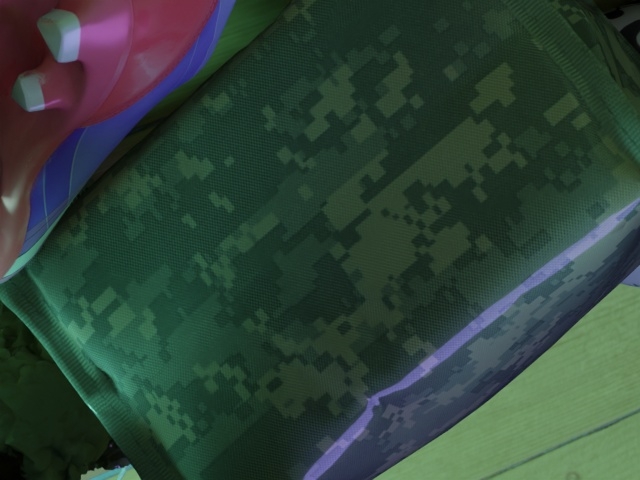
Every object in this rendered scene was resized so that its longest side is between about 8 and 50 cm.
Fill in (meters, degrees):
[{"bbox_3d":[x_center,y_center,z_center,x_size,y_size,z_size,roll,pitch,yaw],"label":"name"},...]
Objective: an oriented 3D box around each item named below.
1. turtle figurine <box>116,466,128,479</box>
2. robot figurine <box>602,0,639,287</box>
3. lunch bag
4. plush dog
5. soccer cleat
[{"bbox_3d":[-0.106,0.094,1.279,0.234,0.118,0.175,-29,177,20],"label":"turtle figurine"},{"bbox_3d":[0.242,-0.072,1.027,0.278,0.173,0.209,-16,145,-42],"label":"robot figurine"},{"bbox_3d":[0.041,-0.009,0.740,0.235,0.169,0.287,-42,167,13],"label":"lunch bag"},{"bbox_3d":[-0.124,0.063,0.982,0.262,0.210,0.225,17,164,-32],"label":"plush dog"},{"bbox_3d":[-0.087,-0.051,0.579,0.095,0.083,0.248,-24,170,-30],"label":"soccer cleat"}]
